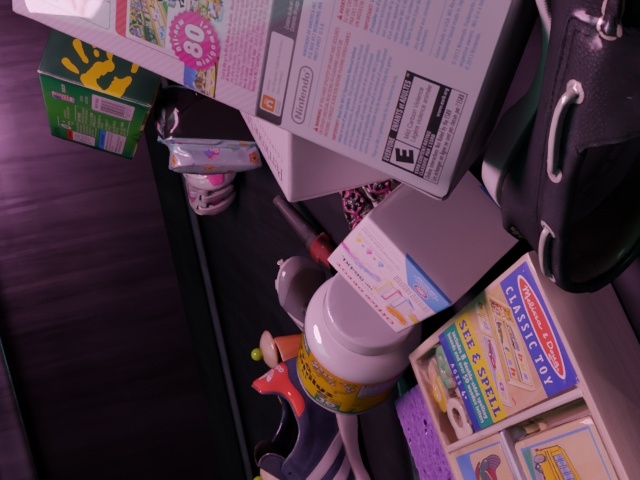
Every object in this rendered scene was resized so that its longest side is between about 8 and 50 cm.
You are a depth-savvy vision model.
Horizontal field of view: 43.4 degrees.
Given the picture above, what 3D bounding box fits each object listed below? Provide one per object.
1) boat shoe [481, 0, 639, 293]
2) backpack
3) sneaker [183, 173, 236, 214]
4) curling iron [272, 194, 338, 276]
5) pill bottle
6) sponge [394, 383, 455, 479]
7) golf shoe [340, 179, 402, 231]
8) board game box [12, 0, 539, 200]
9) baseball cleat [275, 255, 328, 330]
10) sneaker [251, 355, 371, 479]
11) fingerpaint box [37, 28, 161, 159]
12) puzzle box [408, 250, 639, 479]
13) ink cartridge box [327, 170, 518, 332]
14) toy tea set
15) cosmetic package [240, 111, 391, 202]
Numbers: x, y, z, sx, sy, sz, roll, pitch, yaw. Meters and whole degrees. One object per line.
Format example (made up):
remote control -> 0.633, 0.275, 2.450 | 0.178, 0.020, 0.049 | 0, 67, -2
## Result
boat shoe -> 0.154, -0.078, 0.374 | 0.302, 0.114, 0.091 | 82, 167, -60
backpack -> -0.165, -0.170, 1.203 | 0.188, 0.165, 0.144 | -143, 51, -68
sneaker -> -0.200, -0.103, 1.506 | 0.252, 0.103, 0.111 | -156, 50, -77
curling iron -> 0.000, 0.000, 1.030 | 0.274, 0.035, 0.068 | -132, 26, -55
pill bottle -> 0.039, 0.100, 0.825 | 0.208, 0.117, 0.118 | 103, 149, -65
sponge -> 0.136, 0.245, 0.804 | 0.117, 0.031, 0.210 | 114, 139, -64
golf shoe -> 0.051, -0.055, 0.809 | 0.186, 0.067, 0.086 | 58, -160, 17
board game box -> -0.024, -0.187, 0.438 | 0.303, 0.097, 0.224 | 26, 128, 14
baseball cleat -> 0.014, 0.102, 0.984 | 0.109, 0.072, 0.206 | 31, 158, 38
sneaker -> -0.010, 0.336, 1.139 | 0.131, 0.148, 0.350 | 162, 93, -73
fingerpaint box -> -0.311, -0.357, 1.270 | 0.445, 0.163, 0.371 | 170, 116, -74
puzzle box -> 0.192, 0.232, 0.578 | 0.272, 0.052, 0.409 | 117, 137, -64
ink cartridge box -> 0.077, 0.007, 0.652 | 0.092, 0.090, 0.143 | 47, 159, 4
toy tea set -> -0.059, 0.305, 1.310 | 0.200, 0.124, 0.336 | -175, 72, -72
cosmetic package -> 0.020, -0.157, 0.646 | 0.184, 0.151, 0.151 | 92, 158, -43
